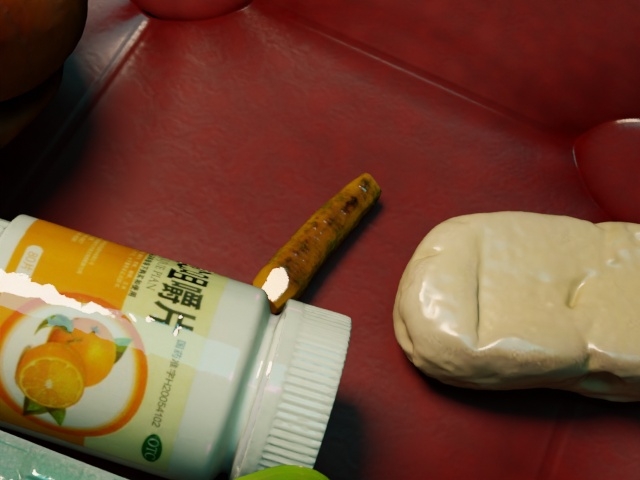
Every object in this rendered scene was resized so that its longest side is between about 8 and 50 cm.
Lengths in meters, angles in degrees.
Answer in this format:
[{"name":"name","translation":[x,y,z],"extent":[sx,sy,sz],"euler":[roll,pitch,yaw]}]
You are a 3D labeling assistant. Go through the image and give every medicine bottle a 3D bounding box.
[{"name":"medicine bottle","translation":[-0.149,0.084,0.983],"extent":[0.318,0.158,0.158],"euler":[17,55,-1]}]

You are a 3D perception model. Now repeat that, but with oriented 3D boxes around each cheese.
[{"name":"cheese","translation":[0.192,0.058,1.116],"extent":[0.263,0.093,0.159],"euler":[6,53,-7]}]

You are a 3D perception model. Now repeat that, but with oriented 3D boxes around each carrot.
[{"name":"carrot","translation":[0.000,0.000,1.143],"extent":[0.042,0.042,0.170],"euler":[36,55,11]}]

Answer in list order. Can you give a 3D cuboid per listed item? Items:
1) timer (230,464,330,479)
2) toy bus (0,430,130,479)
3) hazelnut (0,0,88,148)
[{"name":"timer","translation":[-0.035,0.227,0.922],"extent":[0.128,0.140,0.047],"euler":[-19,27,3]},{"name":"toy bus","translation":[-0.238,0.185,0.931],"extent":[0.262,0.109,0.091],"euler":[20,49,-1]},{"name":"hazelnut","translation":[-0.397,-0.242,1.012],"extent":[0.429,0.402,0.402],"euler":[31,55,22]}]
